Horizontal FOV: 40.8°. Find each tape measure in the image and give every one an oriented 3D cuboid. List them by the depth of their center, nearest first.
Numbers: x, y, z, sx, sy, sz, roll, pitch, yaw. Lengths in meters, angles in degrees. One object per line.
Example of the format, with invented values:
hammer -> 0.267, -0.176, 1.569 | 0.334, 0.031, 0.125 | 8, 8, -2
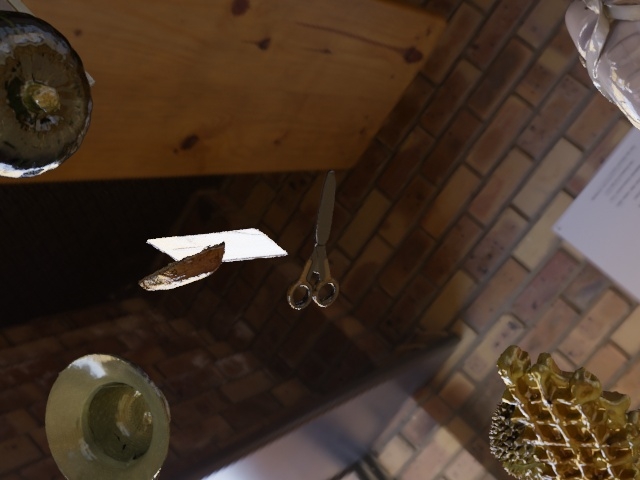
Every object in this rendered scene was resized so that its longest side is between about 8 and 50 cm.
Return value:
tape measure -> 0.371, -0.215, 1.007 | 0.120, 0.197, 0.236 | -35, 175, 26

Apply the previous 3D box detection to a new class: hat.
hat -> -0.340, 0.313, 1.512 | 0.257, 0.257, 0.130 | -54, 163, 17

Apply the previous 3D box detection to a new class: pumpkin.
pumpkin -> -0.307, -0.146, 0.866 | 0.125, 0.167, 0.167 | -17, 174, 27

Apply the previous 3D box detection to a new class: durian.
durian -> 0.411, 0.318, 1.536 | 0.237, 0.193, 0.138 | -59, 150, -14

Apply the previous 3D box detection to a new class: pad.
pad -> -0.194, 0.014, 1.626 | 0.156, 0.232, 0.004 | 42, 46, -62

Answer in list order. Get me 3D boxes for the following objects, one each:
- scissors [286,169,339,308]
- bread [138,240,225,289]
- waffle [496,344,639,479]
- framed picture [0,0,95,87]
scissors -> 0.000, 0.000, 1.287 | 0.088, 0.017, 0.220 | -3, 114, -28
bread -> -0.211, 0.047, 1.330 | 0.129, 0.044, 0.126 | -17, -173, 46
waffle -> 0.233, 0.189, 0.832 | 0.192, 0.160, 0.046 | 95, 22, -45
framed picture -> -0.458, -0.249, 1.112 | 0.217, 0.274, 0.017 | -44, -175, -33
